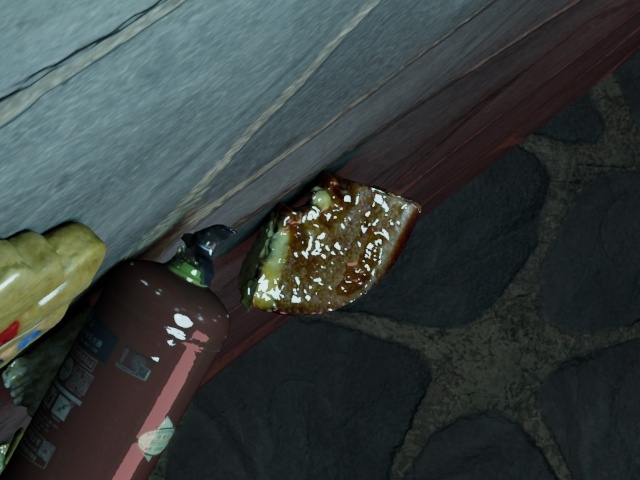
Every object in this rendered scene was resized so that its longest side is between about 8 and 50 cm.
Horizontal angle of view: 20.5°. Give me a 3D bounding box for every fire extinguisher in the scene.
[{"bbox_3d":[-0.165,0.127,1.498,0.337,0.114,0.135,-61,-162,4],"label":"fire extinguisher"}]

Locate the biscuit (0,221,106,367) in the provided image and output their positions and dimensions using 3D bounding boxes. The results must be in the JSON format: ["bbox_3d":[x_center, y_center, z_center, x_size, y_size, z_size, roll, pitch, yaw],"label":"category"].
[{"bbox_3d":[-0.238,0.067,1.227,0.183,0.047,0.320,-31,173,-34],"label":"biscuit"}]

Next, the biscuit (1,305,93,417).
[{"bbox_3d":[-0.232,0.124,1.662,0.108,0.062,0.239,-37,174,-7],"label":"biscuit"}]

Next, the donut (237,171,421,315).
[{"bbox_3d":[-0.002,0.011,1.898,0.186,0.144,0.126,-63,-162,-3],"label":"donut"}]

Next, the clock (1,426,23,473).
[{"bbox_3d":[-0.392,0.270,1.825,0.170,0.069,0.232,-42,175,32],"label":"clock"}]

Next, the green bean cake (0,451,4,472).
[{"bbox_3d":[-0.351,0.215,1.450,0.181,0.094,0.173,-34,175,-28],"label":"green bean cake"}]

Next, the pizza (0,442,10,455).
[{"bbox_3d":[-0.434,0.324,2.021,0.251,0.074,0.287,-40,177,-3],"label":"pizza"}]
